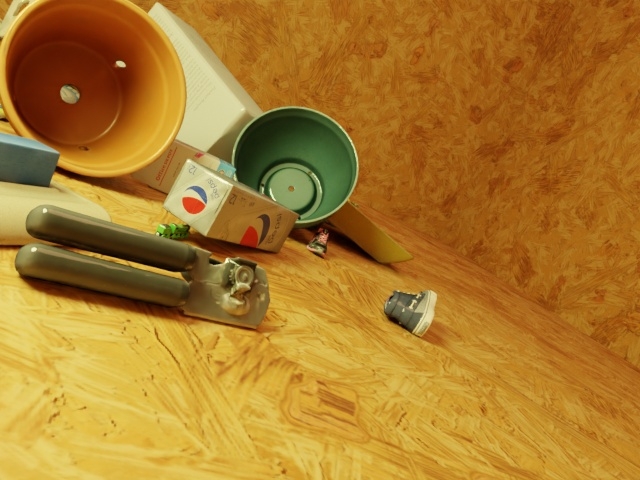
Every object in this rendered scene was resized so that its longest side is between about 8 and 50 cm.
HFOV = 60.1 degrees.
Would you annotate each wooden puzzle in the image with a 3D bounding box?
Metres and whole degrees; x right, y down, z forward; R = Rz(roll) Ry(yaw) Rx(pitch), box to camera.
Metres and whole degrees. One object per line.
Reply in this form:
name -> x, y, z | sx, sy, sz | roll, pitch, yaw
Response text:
wooden puzzle -> -0.436, -0.111, 0.584 | 0.348, 0.080, 0.322 | 31, 10, 20

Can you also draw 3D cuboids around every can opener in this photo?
can opener -> -0.179, 0.038, 0.603 | 0.283, 0.075, 0.095 | 20, -20, -37

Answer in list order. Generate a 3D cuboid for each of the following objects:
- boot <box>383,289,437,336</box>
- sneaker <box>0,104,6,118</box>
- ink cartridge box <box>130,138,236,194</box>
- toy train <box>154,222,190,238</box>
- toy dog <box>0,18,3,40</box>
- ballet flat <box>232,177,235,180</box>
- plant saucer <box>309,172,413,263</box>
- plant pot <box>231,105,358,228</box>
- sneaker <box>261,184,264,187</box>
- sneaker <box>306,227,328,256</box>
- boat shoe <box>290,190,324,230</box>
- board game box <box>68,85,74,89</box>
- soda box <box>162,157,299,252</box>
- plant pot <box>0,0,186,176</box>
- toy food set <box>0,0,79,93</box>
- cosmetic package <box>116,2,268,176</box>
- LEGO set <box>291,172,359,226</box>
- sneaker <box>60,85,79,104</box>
boot -> 0.174, 0.120, 1.077 | 0.086, 0.069, 0.190 | 31, 11, 5
sneaker -> -0.600, -0.293, 0.964 | 0.091, 0.126, 0.240 | 30, 10, 15
ink cartridge box -> -0.277, -0.140, 1.117 | 0.181, 0.104, 0.061 | 24, 10, -21
toy train -> -0.222, -0.015, 0.838 | 0.017, 0.023, 0.083 | 30, 10, 13
toy dog -> -0.715, -0.389, 0.978 | 0.161, 0.220, 0.334 | 38, -10, -5
ballet flat -> -0.303, -0.152, 1.220 | 0.249, 0.086, 0.086 | 23, 10, -18
plant saucer -> 0.092, -0.060, 1.653 | 0.333, 0.081, 0.333 | 40, 5, -17
plant pot -> -0.067, -0.152, 1.365 | 0.293, 0.293, 0.196 | 28, -17, 2
sneaker -> -0.163, -0.226, 1.789 | 0.296, 0.146, 0.105 | 35, 10, 33
sneaker -> 0.000, 0.000, 1.290 | 0.047, 0.057, 0.119 | 28, 10, -10
boat shoe -> -0.076, -0.086, 1.557 | 0.190, 0.068, 0.072 | 39, -3, 0
board game box -> -0.687, -0.509, 1.511 | 0.142, 0.144, 0.275 | 14, -8, -30
soda box -> -0.142, -0.050, 0.966 | 0.098, 0.091, 0.286 | 31, 3, 19
plant pot -> -0.408, -0.261, 0.956 | 0.291, 0.290, 0.203 | 20, -4, -40
toy food set -> -0.536, -0.366, 1.186 | 0.306, 0.092, 0.219 | 57, 14, -45
cosmetic package -> -0.343, -0.378, 1.451 | 0.453, 0.230, 0.161 | 53, 16, 23
LEGO set -> 0.028, -0.184, 1.951 | 0.255, 0.192, 0.331 | 30, 10, 15
sneaker -> -0.706, -0.392, 1.406 | 0.191, 0.071, 0.083 | 28, 15, 5
